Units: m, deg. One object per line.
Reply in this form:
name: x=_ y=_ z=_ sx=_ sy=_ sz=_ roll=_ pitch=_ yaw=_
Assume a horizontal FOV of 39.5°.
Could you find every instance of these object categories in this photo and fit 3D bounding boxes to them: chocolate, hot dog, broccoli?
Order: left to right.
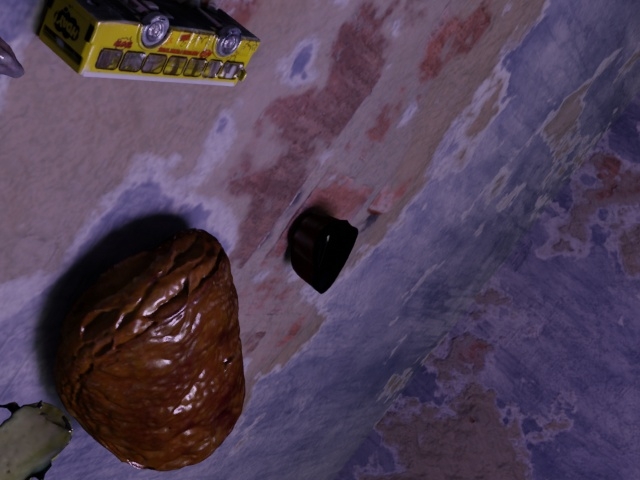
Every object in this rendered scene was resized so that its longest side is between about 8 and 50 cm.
broccoli: x=-0.385 y=0.272 z=1.022 sx=0.273 sy=0.242 sz=0.180 roll=-41 pitch=179 yaw=-4
hot dog: x=-0.214 y=0.146 z=1.192 sx=0.267 sy=0.174 sz=0.387 roll=-39 pitch=147 yaw=-31
chocolate: x=0.000 y=0.000 z=1.479 sx=0.125 sy=0.080 sz=0.148 roll=-49 pitch=154 yaw=-34

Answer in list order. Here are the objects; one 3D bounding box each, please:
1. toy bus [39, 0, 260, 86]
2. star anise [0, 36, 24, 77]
toy bus: x=-0.155 y=-0.197 z=0.859 sx=0.226 sy=0.081 sz=0.074 roll=-12 pitch=136 yaw=-57
star anise: x=-0.299 y=-0.200 z=0.554 sx=0.218 sy=0.148 sz=0.227 roll=7 pitch=149 yaw=-12
